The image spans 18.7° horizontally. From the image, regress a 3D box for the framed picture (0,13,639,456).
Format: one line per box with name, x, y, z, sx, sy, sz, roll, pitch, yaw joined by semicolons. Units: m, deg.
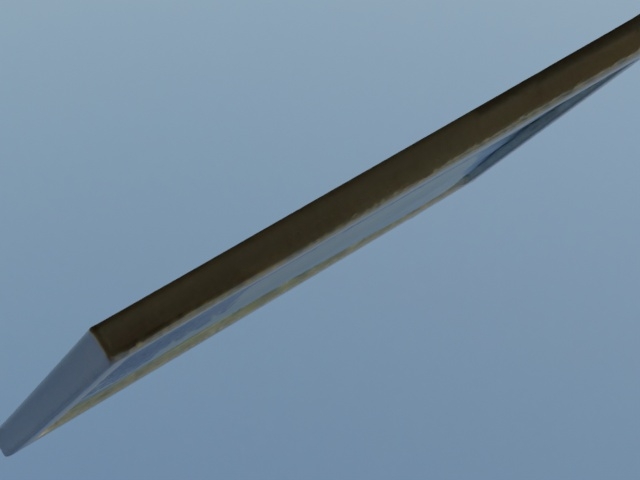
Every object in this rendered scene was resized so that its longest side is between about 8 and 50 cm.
framed picture;0.000;0.000;0.851;0.289;0.016;0.213;-30;176;-25
